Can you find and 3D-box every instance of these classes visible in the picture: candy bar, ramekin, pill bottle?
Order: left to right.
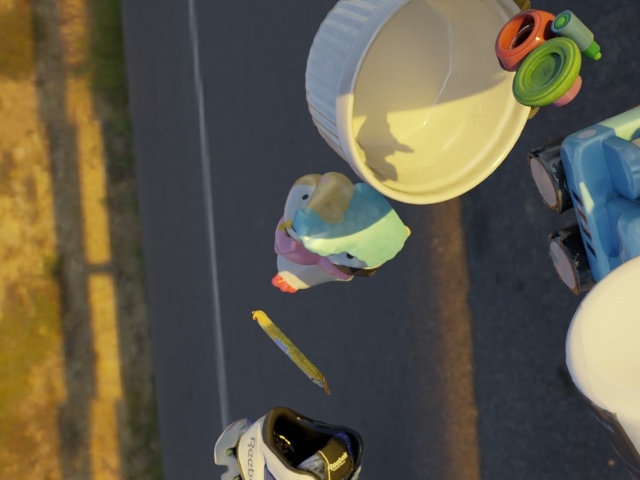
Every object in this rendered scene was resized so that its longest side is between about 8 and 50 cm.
[{"bbox_3d":[-0.039,0.151,1.518,0.161,0.018,0.040,43,173,31],"label":"candy bar"},{"bbox_3d":[0.084,-0.146,1.016,0.109,0.207,0.207,37,130,52],"label":"ramekin"},{"bbox_3d":[0.256,0.125,0.695,0.245,0.130,0.130,53,-177,-35],"label":"pill bottle"}]

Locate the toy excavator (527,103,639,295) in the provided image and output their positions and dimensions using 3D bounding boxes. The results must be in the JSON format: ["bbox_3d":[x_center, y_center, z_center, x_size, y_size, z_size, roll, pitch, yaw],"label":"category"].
[{"bbox_3d":[0.463,-0.078,1.496,0.445,0.222,0.432,-126,15,-67],"label":"toy excavator"}]

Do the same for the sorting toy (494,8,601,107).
[{"bbox_3d":[0.156,-0.119,0.741,0.061,0.042,0.102,-42,34,21],"label":"sorting toy"}]

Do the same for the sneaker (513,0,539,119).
[{"bbox_3d":[0.233,-0.269,1.536,0.106,0.101,0.267,23,154,34],"label":"sneaker"}]

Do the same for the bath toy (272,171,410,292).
[{"bbox_3d":[0.000,0.000,1.461,0.151,0.129,0.348,55,167,2],"label":"bath toy"}]

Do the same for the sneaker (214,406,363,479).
[{"bbox_3d":[-0.002,0.334,1.374,0.315,0.127,0.182,55,142,11],"label":"sneaker"}]
